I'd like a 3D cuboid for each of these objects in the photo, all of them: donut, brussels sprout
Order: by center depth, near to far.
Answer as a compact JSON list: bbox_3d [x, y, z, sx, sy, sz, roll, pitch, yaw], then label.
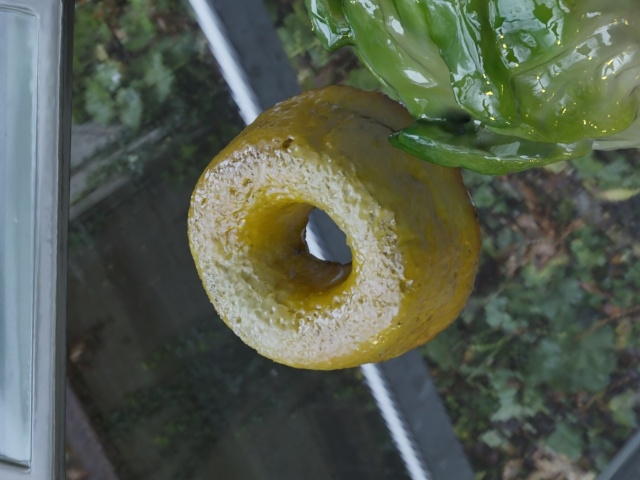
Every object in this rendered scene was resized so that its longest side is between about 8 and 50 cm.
[{"bbox_3d":[0.128,-0.166,0.792,0.294,0.227,0.259,28,160,8],"label":"brussels sprout"},{"bbox_3d":[-0.002,0.001,1.101,0.277,0.108,0.277,14,117,30],"label":"donut"}]

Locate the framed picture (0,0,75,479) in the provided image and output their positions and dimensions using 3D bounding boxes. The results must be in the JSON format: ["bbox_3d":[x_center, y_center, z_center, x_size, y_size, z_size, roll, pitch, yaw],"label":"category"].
[{"bbox_3d":[-0.235,-0.010,0.671,0.213,0.016,0.289,12,112,13],"label":"framed picture"}]
